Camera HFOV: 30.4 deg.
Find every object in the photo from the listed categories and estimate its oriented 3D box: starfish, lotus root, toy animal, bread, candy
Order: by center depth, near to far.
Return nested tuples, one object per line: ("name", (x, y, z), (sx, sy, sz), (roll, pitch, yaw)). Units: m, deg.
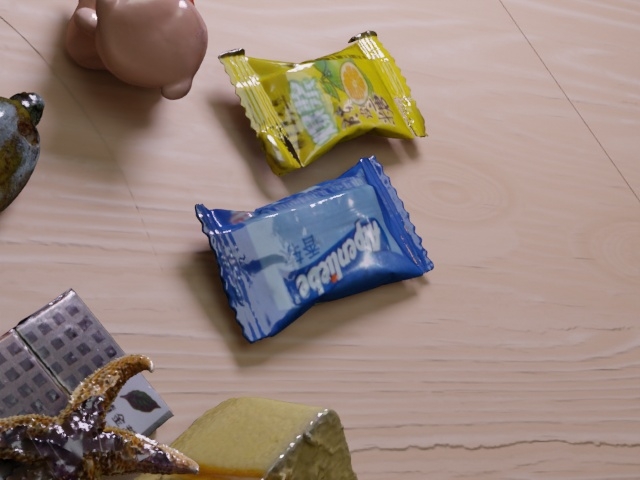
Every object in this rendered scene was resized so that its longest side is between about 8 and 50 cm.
("starfish", (-0.236, 0.212, 1.156), (0.216, 0.071, 0.238), (31, 69, -16))
("bread", (-0.092, 0.328, 1.246), (0.263, 0.198, 0.236), (-42, 122, -36))
("lotus root", (-0.367, -0.098, 1.299), (0.113, 0.088, 0.192), (48, 46, -22))
("toy animal", (-0.223, -0.263, 1.436), (0.171, 0.171, 0.197), (17, 17, -24))
("candy", (0.000, 0.000, 1.492), (0.331, 0.077, 0.187), (-21, 84, -38))
("candy", (0.014, -0.196, 1.603), (0.297, 0.081, 0.187), (-20, 78, -39))

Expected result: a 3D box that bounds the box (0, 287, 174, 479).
("box", (-0.319, 0.202, 1.186), (0.180, 0.047, 0.325), (51, 50, 1))
